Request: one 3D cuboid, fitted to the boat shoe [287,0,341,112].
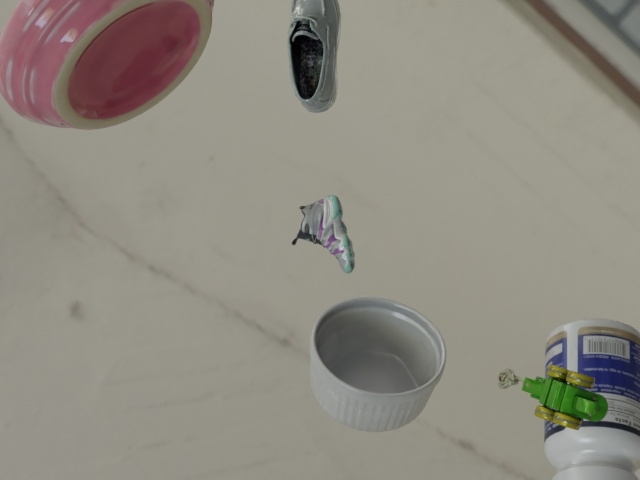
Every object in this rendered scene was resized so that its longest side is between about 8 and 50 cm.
[{"bbox_3d":[-0.013,-0.317,2.159,0.081,0.079,0.227,18,-112,-72],"label":"boat shoe"}]

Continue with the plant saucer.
[{"bbox_3d":[-0.269,-0.264,1.825,0.084,0.332,0.332,49,-149,22],"label":"plant saucer"}]

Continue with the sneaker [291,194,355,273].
[{"bbox_3d":[0.000,0.000,1.624,0.038,0.069,0.098,56,-162,-69],"label":"sneaker"}]

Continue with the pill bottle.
[{"bbox_3d":[0.408,0.262,2.034,0.153,0.153,0.264,25,-125,-27],"label":"pill bottle"}]

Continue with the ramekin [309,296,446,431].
[{"bbox_3d":[0.080,0.194,2.079,0.207,0.109,0.207,6,-139,-5],"label":"ramekin"}]

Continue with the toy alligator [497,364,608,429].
[{"bbox_3d":[0.251,0.163,1.439,0.051,0.056,0.190,19,177,-20],"label":"toy alligator"}]
